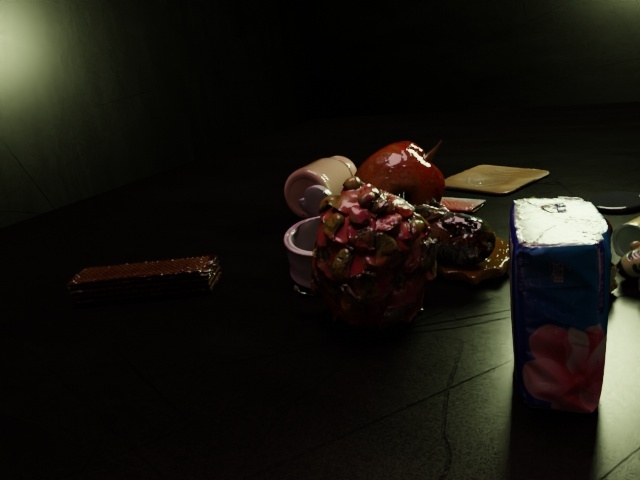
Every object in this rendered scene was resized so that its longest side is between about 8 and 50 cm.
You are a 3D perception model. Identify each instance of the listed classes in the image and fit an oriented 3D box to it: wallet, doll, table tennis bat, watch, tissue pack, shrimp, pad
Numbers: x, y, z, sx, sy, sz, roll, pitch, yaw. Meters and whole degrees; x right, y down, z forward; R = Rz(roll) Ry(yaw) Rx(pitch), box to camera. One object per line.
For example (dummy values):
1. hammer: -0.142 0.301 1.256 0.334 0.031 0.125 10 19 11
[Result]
1. wallet: 0.400 -0.111 1.760 0.196 0.020 0.103 7 24 37
2. doll: 0.679 0.041 1.137 0.179 0.102 0.089 -13 -23 -1
3. table tennis bat: 0.856 -0.116 1.570 0.236 0.027 0.150 -11 20 -3
4. watch: 0.000 0.000 1.401 0.248 0.211 0.217 17 40 35
5. tissue pack: 0.359 0.087 0.860 0.137 0.270 0.209 -4 20 16
6. shrimp: 0.261 -0.029 1.361 0.172 0.137 0.372 19 8 -44
7. pad: 0.591 -0.213 1.958 0.283 0.018 0.286 -23 23 -35

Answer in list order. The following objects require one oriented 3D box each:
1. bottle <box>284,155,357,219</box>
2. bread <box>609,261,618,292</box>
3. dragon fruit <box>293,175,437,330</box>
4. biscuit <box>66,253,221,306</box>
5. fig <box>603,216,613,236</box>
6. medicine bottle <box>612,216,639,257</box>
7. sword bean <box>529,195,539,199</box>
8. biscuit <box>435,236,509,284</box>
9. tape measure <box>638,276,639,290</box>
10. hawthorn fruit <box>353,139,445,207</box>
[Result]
1. bottle: 0.029 -0.181 1.924 0.206 0.173 0.297 31 30 12
2. bread: 0.503 0.073 1.134 0.140 0.070 0.128 -20 21 -19
3. dragon fruit: 0.092 0.017 1.144 0.250 0.291 0.269 -26 24 -27
4. biscuit: -0.448 0.102 1.462 0.387 0.073 0.107 -7 21 8
5. fig: 0.611 -0.005 1.309 0.088 0.089 0.125 14 50 47
6. medicine bottle: 0.844 -0.055 1.301 0.425 0.108 0.108 -21 23 -26
7. sword bean: 0.584 -0.065 1.533 0.043 0.038 0.269 22 27 9
8. biscuit: 0.352 0.051 1.307 0.182 0.034 0.215 -6 21 19
9. tape measure: 0.711 0.015 0.956 0.138 0.262 0.259 -5 18 -21
10. hawthorn fruit: 0.214 -0.137 1.563 0.262 0.258 0.258 -44 33 -21
